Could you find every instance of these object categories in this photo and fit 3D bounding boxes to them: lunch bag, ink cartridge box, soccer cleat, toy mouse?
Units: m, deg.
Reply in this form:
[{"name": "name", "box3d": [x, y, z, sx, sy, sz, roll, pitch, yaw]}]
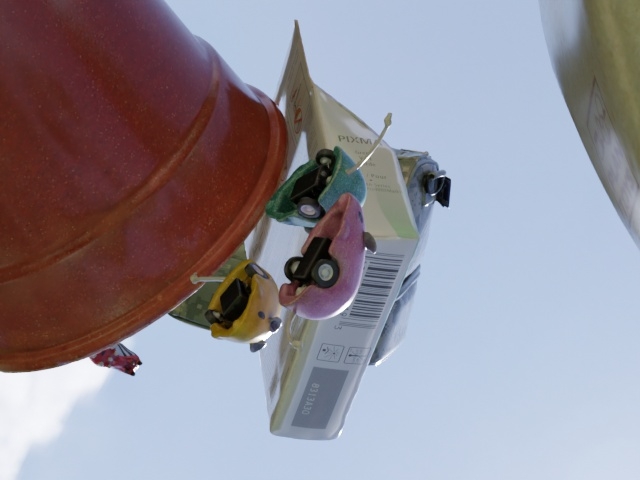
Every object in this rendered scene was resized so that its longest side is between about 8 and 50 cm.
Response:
[{"name": "lunch bag", "box3d": [-0.014, -0.010, 2.033, 0.305, 0.212, 0.256, 15, -73, 17]}, {"name": "ink cartridge box", "box3d": [-0.002, -0.009, 1.106, 0.225, 0.056, 0.181, -99, -158, -48]}, {"name": "soccer cleat", "box3d": [-0.203, 0.106, 1.595, 0.035, 0.083, 0.029, 35, -89, 35]}, {"name": "toy mouse", "box3d": [0.000, 0.000, 0.824, 0.143, 0.031, 0.161, -51, -159, 8]}]

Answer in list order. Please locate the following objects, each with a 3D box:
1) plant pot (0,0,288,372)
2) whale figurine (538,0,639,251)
[{"name": "plant pot", "box3d": [-0.203, -0.103, 1.061, 0.272, 0.265, 0.272, -23, -145, 17]}, {"name": "whale figurine", "box3d": [0.159, -0.056, 0.550, 0.141, 0.216, 0.272, -13, -113, 0]}]
